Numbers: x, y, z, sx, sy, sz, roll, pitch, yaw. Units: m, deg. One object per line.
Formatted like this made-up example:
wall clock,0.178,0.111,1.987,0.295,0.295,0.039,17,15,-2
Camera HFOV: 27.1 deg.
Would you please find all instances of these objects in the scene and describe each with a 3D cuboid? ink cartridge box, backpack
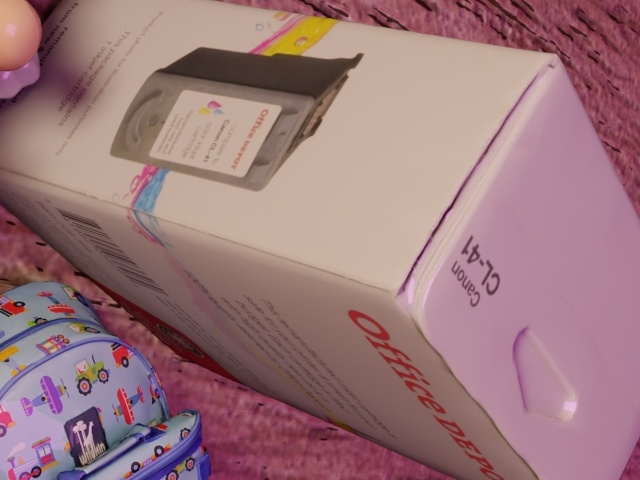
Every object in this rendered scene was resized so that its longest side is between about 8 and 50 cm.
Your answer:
ink cartridge box,0.000,0.000,0.664,0.131,0.306,0.226,-58,138,-18
backpack,-0.138,0.116,0.693,0.158,0.117,0.173,-26,117,-43

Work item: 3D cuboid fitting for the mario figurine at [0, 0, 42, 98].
mario figurine,-0.137,-0.159,0.567,0.198,0.170,0.321,36,73,-50
